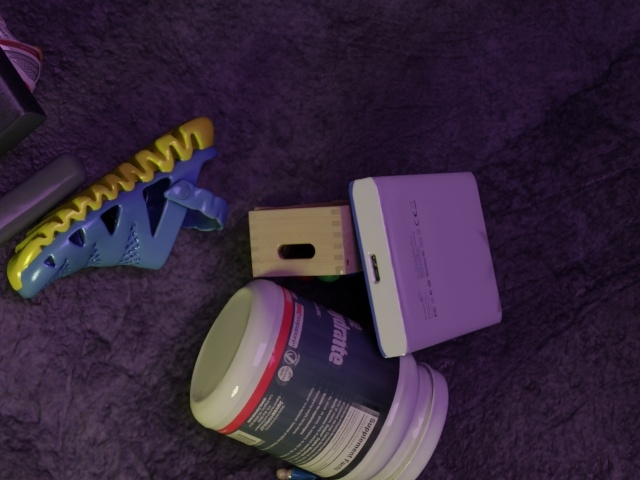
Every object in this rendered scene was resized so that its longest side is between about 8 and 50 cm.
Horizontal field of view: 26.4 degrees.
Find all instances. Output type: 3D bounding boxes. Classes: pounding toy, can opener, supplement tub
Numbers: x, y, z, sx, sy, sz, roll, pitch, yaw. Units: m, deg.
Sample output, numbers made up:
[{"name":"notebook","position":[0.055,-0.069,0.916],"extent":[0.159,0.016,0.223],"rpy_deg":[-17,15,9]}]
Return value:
[{"name":"pounding toy","position":[-0.006,0.000,1.708],"extent":[0.206,0.181,0.094],"rpy_deg":[-10,97,-62]},{"name":"can opener","position":[-0.398,-0.021,1.573],"extent":[0.280,0.074,0.093],"rpy_deg":[-35,96,-25]},{"name":"supplement tub","position":[-0.003,0.181,1.651],"extent":[0.272,0.191,0.191],"rpy_deg":[26,72,-18]}]

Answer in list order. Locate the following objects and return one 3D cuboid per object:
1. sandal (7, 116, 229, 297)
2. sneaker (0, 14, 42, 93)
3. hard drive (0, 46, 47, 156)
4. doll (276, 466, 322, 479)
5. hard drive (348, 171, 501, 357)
[{"name":"sandal","position":[-0.226,-0.020,1.627],"extent":[0.317,0.126,0.138],"rpy_deg":[-36,101,-23]},{"name":"sneaker","position":[-0.429,-0.244,1.601],"extent":[0.225,0.088,0.093],"rpy_deg":[37,49,-15]},{"name":"hard drive","position":[-0.456,-0.133,1.525],"extent":[0.254,0.054,0.172],"rpy_deg":[-32,96,1]},{"name":"doll","position":[-0.032,0.346,1.691],"extent":[0.189,0.046,0.129],"rpy_deg":[-20,81,-31]},{"name":"hard drive","position":[0.139,0.021,1.718],"extent":[0.318,0.040,0.210],"rpy_deg":[-8,87,-62]}]
